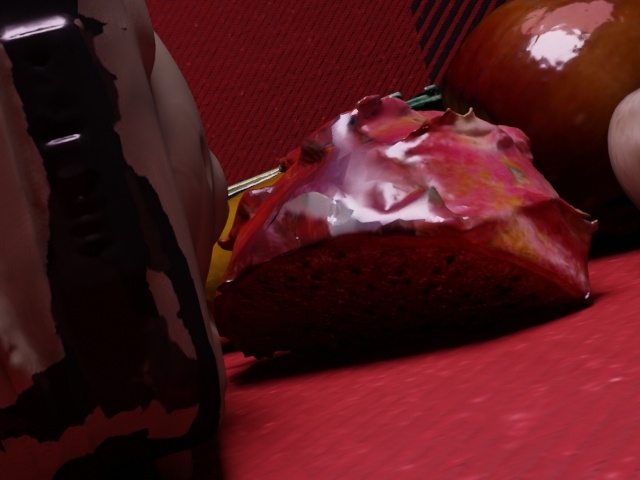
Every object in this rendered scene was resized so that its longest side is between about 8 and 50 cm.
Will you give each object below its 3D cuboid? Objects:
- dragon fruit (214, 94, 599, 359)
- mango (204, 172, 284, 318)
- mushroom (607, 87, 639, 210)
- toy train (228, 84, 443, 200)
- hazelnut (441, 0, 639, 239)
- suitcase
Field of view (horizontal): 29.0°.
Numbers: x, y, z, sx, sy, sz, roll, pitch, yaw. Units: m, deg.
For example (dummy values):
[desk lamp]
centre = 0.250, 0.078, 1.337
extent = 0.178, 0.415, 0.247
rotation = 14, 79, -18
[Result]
[dragon fruit]
centre = 0.027, -0.029, 0.782
extent = 0.274, 0.161, 0.126
rotation = -12, -39, 29
[mango]
centre = 0.000, 0.000, 0.958
extent = 0.262, 0.130, 0.167
rotation = -20, 3, 9
[mushroom]
centre = 0.274, -0.088, 0.741
extent = 0.206, 0.209, 0.206
rotation = -14, 30, 8
[toy train]
centre = 0.004, -0.028, 1.210
extent = 0.253, 0.160, 0.397
rotation = -22, 4, -10
[hazelnut]
centre = 0.212, -0.107, 0.971
extent = 0.217, 0.217, 0.251
rotation = -14, -21, 20
[suitcase]
centre = -0.153, -0.048, 0.630
extent = 0.194, 0.339, 0.351
rotation = -16, 3, -7
